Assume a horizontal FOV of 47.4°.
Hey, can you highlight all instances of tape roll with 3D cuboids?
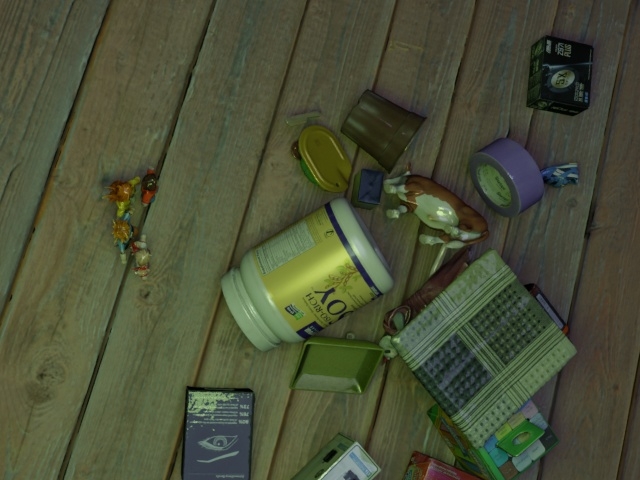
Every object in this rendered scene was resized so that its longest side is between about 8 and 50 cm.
[{"bbox_3d":[0.464,-0.156,1.827,0.080,0.189,0.189,-31,90,-14],"label":"tape roll"}]

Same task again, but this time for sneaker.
[{"bbox_3d":[0.624,-0.168,1.934,0.144,0.053,0.059,-10,87,-12],"label":"sneaker"}]

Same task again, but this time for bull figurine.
[{"bbox_3d":[0.254,-0.083,1.736,0.310,0.101,0.188,33,34,29],"label":"bull figurine"}]

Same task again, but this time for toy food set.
[{"bbox_3d":[-0.011,-0.209,1.798,0.128,0.071,0.218,-30,92,-38],"label":"toy food set"}]

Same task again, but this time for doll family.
[{"bbox_3d":[-0.430,-0.044,1.629,0.118,0.163,0.263,5,82,-12],"label":"doll family"}]

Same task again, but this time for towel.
[{"bbox_3d":[0.355,0.229,1.579,0.324,0.056,0.312,-40,91,-11],"label":"towel"}]

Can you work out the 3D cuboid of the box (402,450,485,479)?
[{"bbox_3d":[0.330,0.610,1.732,0.256,0.128,0.123,25,78,-8],"label":"box"}]

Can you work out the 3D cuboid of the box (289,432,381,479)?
[{"bbox_3d":[-0.014,0.573,1.641,0.290,0.169,0.087,-41,93,-13],"label":"box"}]

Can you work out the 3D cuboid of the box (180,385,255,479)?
[{"bbox_3d":[-0.233,0.437,1.641,0.153,0.108,0.207,5,82,-12],"label":"box"}]

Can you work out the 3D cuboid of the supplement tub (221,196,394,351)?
[{"bbox_3d":[-0.029,0.081,1.628,0.331,0.241,0.241,-31,90,7],"label":"supplement tub"}]

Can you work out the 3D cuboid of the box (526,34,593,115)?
[{"bbox_3d":[0.643,-0.441,1.959,0.147,0.077,0.180,10,81,-10],"label":"box"}]

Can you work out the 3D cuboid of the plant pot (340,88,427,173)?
[{"bbox_3d":[0.148,-0.276,1.795,0.165,0.167,0.167,33,77,1],"label":"plant pot"}]

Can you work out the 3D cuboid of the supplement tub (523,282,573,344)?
[{"bbox_3d":[0.557,0.213,1.845,0.106,0.106,0.198,-38,93,-14],"label":"supplement tub"}]

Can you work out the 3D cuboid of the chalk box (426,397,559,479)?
[{"bbox_3d":[0.406,0.433,1.688,0.180,0.289,0.179,-33,91,-14],"label":"chalk box"}]

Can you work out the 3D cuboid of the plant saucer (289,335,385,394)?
[{"bbox_3d":[0.035,0.285,1.705,0.188,0.188,0.045,7,45,-11],"label":"plant saucer"}]

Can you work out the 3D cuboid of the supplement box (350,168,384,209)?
[{"bbox_3d":[0.114,-0.125,1.800,0.056,0.083,0.083,10,81,-10],"label":"supplement box"}]

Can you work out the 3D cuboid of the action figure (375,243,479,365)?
[{"bbox_3d":[0.249,0.152,1.744,0.370,0.276,0.248,-38,135,11],"label":"action figure"}]
